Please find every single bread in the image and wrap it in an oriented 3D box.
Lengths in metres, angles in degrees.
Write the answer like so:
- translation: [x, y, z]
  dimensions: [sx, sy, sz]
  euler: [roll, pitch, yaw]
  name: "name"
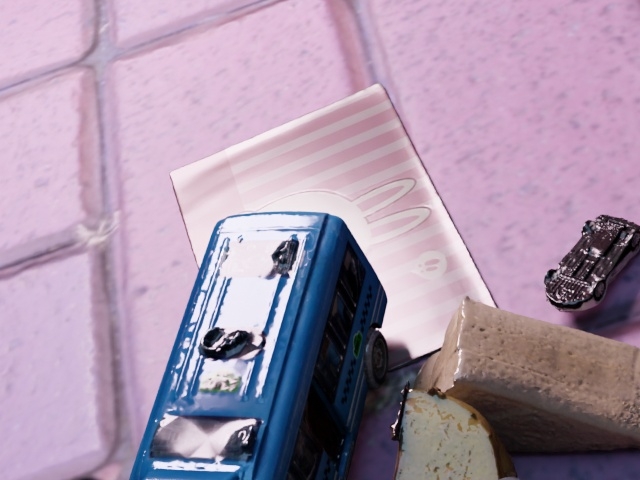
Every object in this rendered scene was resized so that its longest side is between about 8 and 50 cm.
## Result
- translation: [0.140, 0.107, 0.951]
  dimensions: [0.152, 0.105, 0.077]
  euler: [19, 51, -3]
  name: "bread"

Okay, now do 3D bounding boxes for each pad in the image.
- translation: [0.000, 0.000, 1.125]
  dimensions: [0.202, 0.005, 0.300]
  euler: [-23, 44, 2]
  name: "pad"

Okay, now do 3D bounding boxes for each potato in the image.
- translation: [0.081, 0.182, 0.862]
  dimensions: [0.089, 0.101, 0.172]
  euler: [5, 61, 11]
  name: "potato"

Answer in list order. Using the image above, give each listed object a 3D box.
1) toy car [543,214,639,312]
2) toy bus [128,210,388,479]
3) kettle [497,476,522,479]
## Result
- translation: [0.190, 0.018, 1.010]
  dimensions: [0.041, 0.025, 0.093]
  euler: [19, 55, 37]
  name: "toy car"
- translation: [-0.039, 0.105, 0.946]
  dimensions: [0.113, 0.134, 0.246]
  euler: [-1, 50, 22]
  name: "toy bus"
- translation: [0.158, 0.264, 0.721]
  dimensions: [0.243, 0.160, 0.211]
  euler: [22, 79, 30]
  name: "kettle"
